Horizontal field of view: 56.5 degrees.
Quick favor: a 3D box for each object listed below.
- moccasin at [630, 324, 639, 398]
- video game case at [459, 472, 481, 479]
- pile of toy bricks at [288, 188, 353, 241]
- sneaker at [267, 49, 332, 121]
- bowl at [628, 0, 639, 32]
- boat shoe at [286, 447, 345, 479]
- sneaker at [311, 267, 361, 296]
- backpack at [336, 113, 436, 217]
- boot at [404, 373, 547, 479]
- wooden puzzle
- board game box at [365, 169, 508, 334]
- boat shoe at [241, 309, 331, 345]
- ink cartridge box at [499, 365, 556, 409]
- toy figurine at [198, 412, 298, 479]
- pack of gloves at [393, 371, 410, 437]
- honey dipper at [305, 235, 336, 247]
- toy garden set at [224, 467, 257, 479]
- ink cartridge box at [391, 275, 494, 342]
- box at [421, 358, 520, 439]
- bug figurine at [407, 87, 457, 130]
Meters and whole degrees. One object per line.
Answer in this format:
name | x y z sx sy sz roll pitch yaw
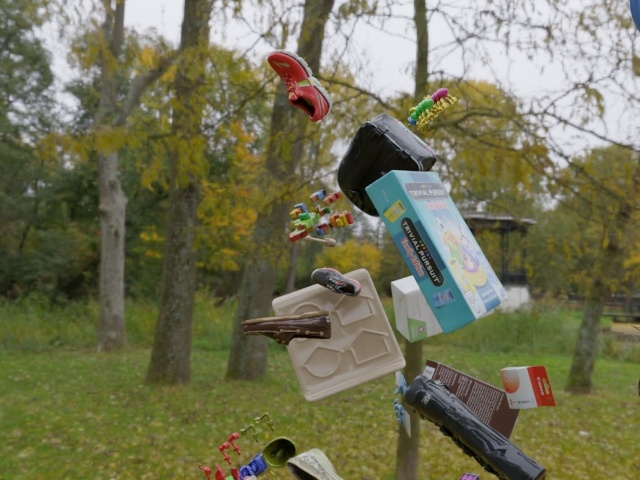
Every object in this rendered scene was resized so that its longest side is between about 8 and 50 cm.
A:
moccasin | 1.012 0.303 1.764 0.147 0.380 0.139 2 20 3
video game case | 0.266 0.581 1.066 0.232 0.210 0.042 -38 9 -35
pile of toy bricks | -0.026 -0.055 1.572 0.212 0.118 0.105 -8 23 47
sneaker | -0.077 -0.511 1.973 0.279 0.118 0.107 45 -30 -11
bowl | 1.021 -0.670 1.546 0.391 0.391 0.077 2 38 6
boat shoe | 0.016 0.612 1.424 0.089 0.104 0.285 -5 18 -29
sneaker | 0.047 0.127 1.789 0.158 0.061 0.065 16 14 6
backpack | 0.174 -0.199 1.645 0.191 0.225 0.253 -33 -19 -50
boot | 0.503 0.620 1.882 0.445 0.146 0.367 31 -2 32
wooden puzzle | 0.052 0.291 1.842 0.322 0.347 0.080 -19 -22 -8
board game box | 0.257 0.011 1.276 0.079 0.336 0.254 -33 -12 29
boat shoe | -0.076 0.205 1.365 0.207 0.073 0.073 -5 -9 -6
ink cartridge box | 0.722 0.517 2.084 0.045 0.145 0.179 -10 -8 -29
toy figurine | -0.199 0.710 1.990 0.362 0.191 0.217 -44 -17 16
pack of gloves | 0.264 0.552 2.049 0.046 0.195 0.232 -8 -34 16
honey dipper | 0.000 0.000 1.993 0.030 0.030 0.161 0 -7 32
toy garden set | -0.153 0.677 1.496 0.049 0.203 0.244 -18 41 -39
ink cartridge box | 0.449 0.212 2.173 0.354 0.207 0.119 -15 21 -15
box | 0.563 0.619 2.299 0.381 0.191 0.143 25 -8 -7
bug figurine | 0.296 -0.381 1.827 0.216 0.072 0.279 -35 1 45
